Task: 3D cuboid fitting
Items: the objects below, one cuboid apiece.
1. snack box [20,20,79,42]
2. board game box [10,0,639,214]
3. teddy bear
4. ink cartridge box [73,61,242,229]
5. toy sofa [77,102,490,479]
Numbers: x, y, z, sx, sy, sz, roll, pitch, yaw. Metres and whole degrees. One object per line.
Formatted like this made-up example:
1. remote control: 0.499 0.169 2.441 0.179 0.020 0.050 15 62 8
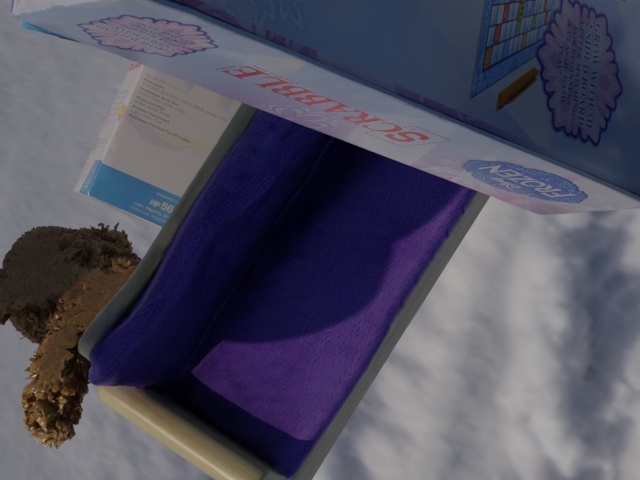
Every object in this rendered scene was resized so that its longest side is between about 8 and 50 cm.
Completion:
1. snack box: -0.126 -0.302 1.302 0.060 0.322 0.187 12 52 -20
2. board game box: 0.034 -0.197 0.785 0.318 0.066 0.319 18 73 -47
3. teddy bear: -0.141 0.088 1.688 0.245 0.338 0.113 -65 145 -33
4. ink cartridge box: -0.125 -0.085 1.584 0.090 0.092 0.143 25 87 -14
5. toy sofa: 0.000 0.000 1.403 0.150 0.177 0.362 31 86 23
